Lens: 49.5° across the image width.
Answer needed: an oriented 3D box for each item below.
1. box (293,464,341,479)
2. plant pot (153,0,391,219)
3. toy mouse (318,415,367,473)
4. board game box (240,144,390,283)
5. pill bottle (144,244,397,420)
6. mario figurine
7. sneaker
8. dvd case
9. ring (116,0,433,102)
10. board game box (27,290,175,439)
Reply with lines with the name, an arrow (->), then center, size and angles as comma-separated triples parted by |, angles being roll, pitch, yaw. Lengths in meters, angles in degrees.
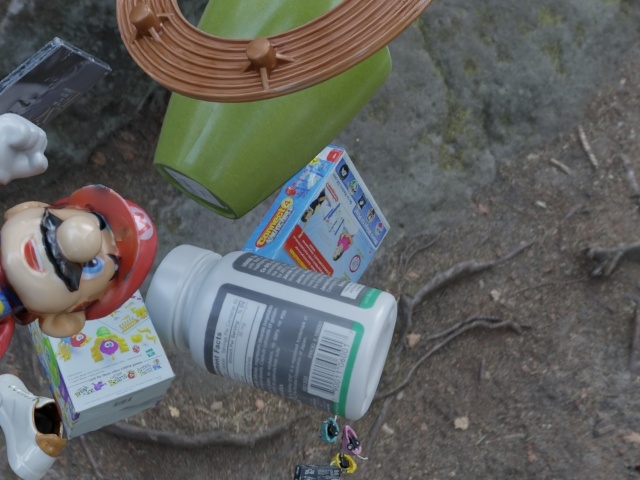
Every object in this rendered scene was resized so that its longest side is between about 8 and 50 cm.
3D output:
box -> -0.008, 0.405, 1.141 | 0.083, 0.018, 0.067 | 13, 82, -35
plant pot -> -0.092, -0.185, 0.961 | 0.275, 0.275, 0.293 | 29, 78, 10
toy mouse -> 0.037, 0.408, 1.417 | 0.031, 0.161, 0.143 | -32, 54, 26
board game box -> 0.000, 0.000, 1.506 | 0.086, 0.308, 0.301 | 20, 69, 35
pill bottle -> -0.078, 0.133, 1.095 | 0.361, 0.204, 0.204 | 16, 60, 14
mario figurine -> -0.259, 0.018, 0.526 | 0.170, 0.197, 0.321 | 25, 28, 36
sneaker -> -0.576, 0.346, 1.401 | 0.123, 0.106, 0.290 | -47, 46, -2
dvd case -> -0.390, -0.174, 0.908 | 0.221, 0.164, 0.018 | -36, 91, 5
ring -> -0.037, -0.268, 0.603 | 0.337, 0.032, 0.336 | -9, 63, 19
board game box -> -0.345, 0.126, 1.030 | 0.144, 0.142, 0.275 | -16, 68, -31
